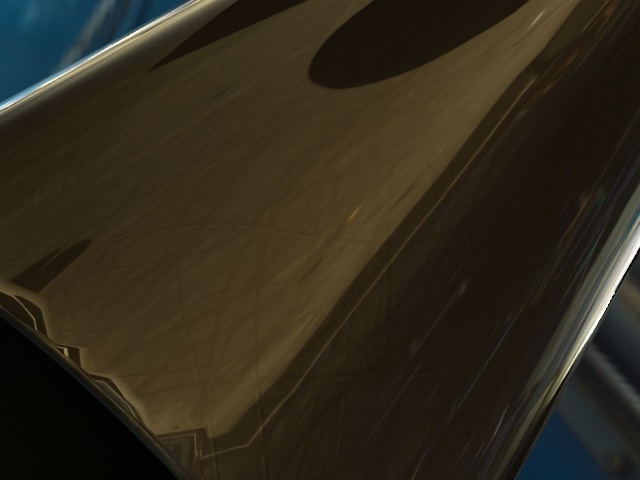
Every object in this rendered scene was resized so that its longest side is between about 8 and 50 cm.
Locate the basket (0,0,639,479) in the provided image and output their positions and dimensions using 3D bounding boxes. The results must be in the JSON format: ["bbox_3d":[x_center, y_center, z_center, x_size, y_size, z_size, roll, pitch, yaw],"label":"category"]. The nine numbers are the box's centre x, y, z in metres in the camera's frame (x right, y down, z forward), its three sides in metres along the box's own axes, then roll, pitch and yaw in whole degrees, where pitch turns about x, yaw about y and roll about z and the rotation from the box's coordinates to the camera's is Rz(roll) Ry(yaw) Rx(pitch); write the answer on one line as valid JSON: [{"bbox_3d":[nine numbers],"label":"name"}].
[{"bbox_3d":[0.000,0.000,0.502,0.204,0.154,0.227,44,-121,0],"label":"basket"}]
